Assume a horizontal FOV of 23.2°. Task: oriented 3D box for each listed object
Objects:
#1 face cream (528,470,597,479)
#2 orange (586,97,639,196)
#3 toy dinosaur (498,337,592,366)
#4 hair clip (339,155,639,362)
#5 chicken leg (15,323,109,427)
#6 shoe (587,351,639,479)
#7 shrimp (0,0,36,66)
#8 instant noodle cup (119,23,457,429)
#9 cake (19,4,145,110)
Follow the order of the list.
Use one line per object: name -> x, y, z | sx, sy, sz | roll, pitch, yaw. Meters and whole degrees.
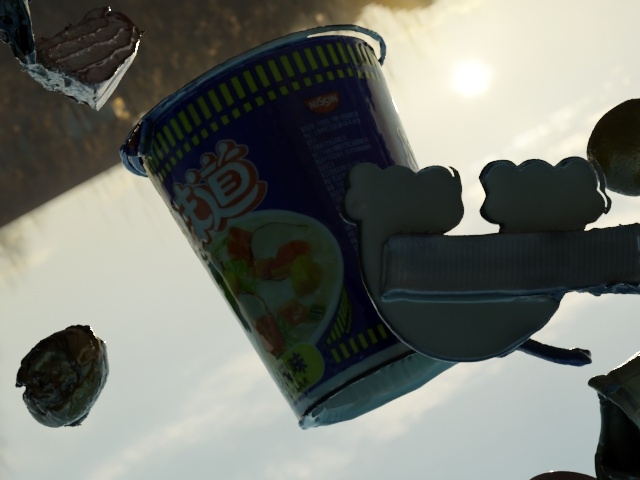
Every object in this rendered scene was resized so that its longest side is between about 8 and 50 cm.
face cream -> 0.316, 0.379, 1.982 | 0.149, 0.149, 0.104 | -20, -147, 35
orange -> 0.293, -0.088, 1.448 | 0.095, 0.085, 0.085 | -68, 173, 25
toy dinosaur -> 0.140, 0.104, 1.590 | 0.247, 0.075, 0.188 | -5, -161, 0
hair clip -> 0.112, 0.011, 1.036 | 0.220, 0.140, 0.054 | -2, 170, 25
chicken leg -> -0.280, 0.165, 1.734 | 0.107, 0.087, 0.251 | -41, 172, -16
shoe -> 0.292, 0.209, 1.354 | 0.098, 0.275, 0.103 | -18, -155, -12
shrimp -> -0.305, -0.369, 1.615 | 0.071, 0.365, 0.233 | 2, -161, 39
instant noodle cup -> 0.000, 0.000, 1.474 | 0.284, 0.312, 0.284 | -24, 165, -7
cake -> -0.287, -0.223, 1.888 | 0.135, 0.098, 0.287 | -53, -175, 5
